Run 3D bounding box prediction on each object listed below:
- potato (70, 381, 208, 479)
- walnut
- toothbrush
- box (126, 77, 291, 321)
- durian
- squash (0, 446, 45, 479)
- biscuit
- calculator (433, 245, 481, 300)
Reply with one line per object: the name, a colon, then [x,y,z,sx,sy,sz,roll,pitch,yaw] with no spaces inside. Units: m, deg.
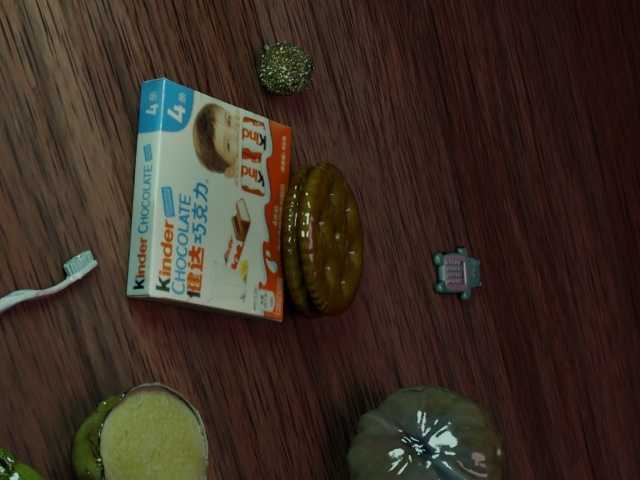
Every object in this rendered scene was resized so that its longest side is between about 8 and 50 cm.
potato: [-0.215,0.250,1.465,0.200,0.081,0.164,2,76,-57]
walnut: [0.154,0.335,1.836,0.248,0.248,0.248,9,79,-53]
toothbrush: [-0.334,0.069,1.370,0.269,0.021,0.027,-34,101,-50]
box: [-0.135,-0.044,1.630,0.265,0.048,0.273,14,75,-53]
durian: [-0.051,-0.238,1.755,0.091,0.080,0.080,44,36,14]
squash: [-0.286,0.320,1.369,0.258,0.069,0.069,57,45,-32]
biscuit: [0.000,0.000,1.754,0.220,0.066,0.220,-3,90,-70]
calculator: [0.234,0.056,2.145,0.141,0.019,0.094,2,82,-53]
